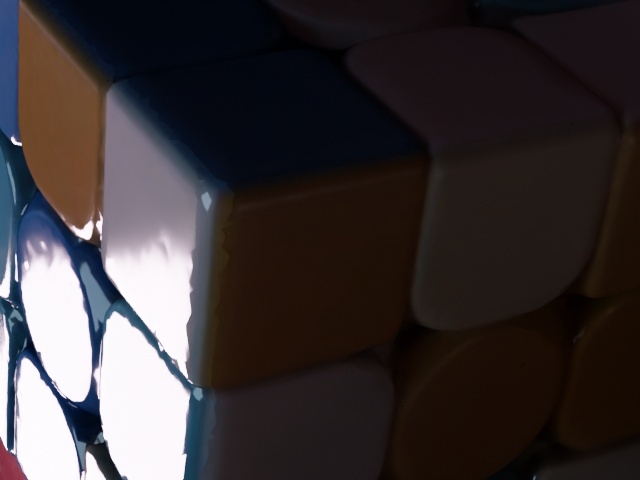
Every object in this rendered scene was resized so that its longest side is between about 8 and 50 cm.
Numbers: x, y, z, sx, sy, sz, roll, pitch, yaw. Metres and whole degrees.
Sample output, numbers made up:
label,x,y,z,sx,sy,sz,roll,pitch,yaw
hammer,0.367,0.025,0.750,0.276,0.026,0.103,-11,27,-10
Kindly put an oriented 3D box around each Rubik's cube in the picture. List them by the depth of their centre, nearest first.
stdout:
label,x,y,z,sx,sy,sz,roll,pitch,yaw
Rubik's cube,0.000,0.000,1.015,0.346,0.347,0.344,46,137,44
